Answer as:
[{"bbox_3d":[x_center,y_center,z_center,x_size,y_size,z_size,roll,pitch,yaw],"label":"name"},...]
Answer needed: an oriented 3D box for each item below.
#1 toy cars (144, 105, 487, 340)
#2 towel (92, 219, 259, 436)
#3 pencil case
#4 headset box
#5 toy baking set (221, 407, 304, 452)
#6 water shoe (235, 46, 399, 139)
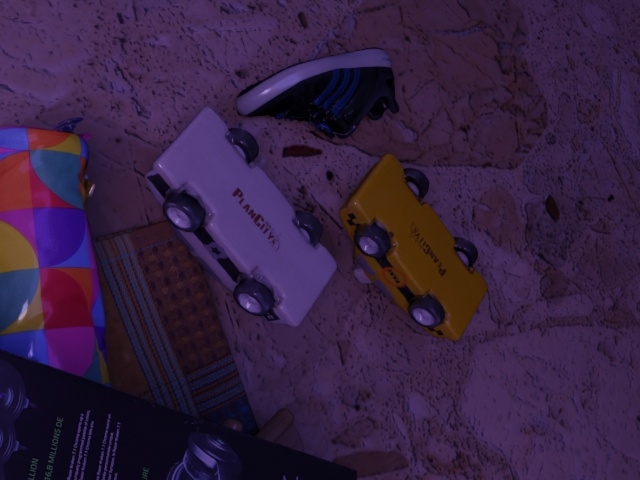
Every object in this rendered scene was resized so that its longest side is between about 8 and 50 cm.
[{"bbox_3d":[0.000,0.000,0.865,0.393,0.087,0.177,10,73,-40],"label":"toy cars"},{"bbox_3d":[-0.213,0.148,0.700,0.370,0.040,0.271,-20,92,-42],"label":"towel"},{"bbox_3d":[-0.197,0.032,0.656,0.104,0.104,0.236,1,79,-38],"label":"pencil case"},{"bbox_3d":[-0.165,0.179,0.532,0.283,0.246,0.131,28,52,-33],"label":"headset box"},{"bbox_3d":[-0.050,0.273,0.772,0.197,0.030,0.256,41,62,-35],"label":"toy baking set"},{"bbox_3d":[0.008,-0.139,0.926,0.203,0.073,0.080,-23,95,-39],"label":"water shoe"}]
